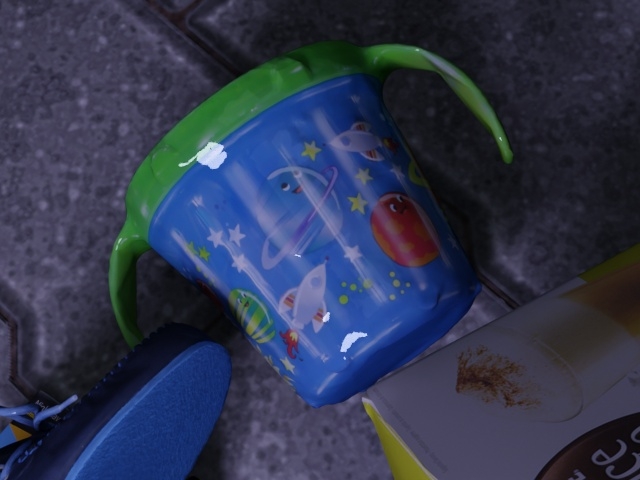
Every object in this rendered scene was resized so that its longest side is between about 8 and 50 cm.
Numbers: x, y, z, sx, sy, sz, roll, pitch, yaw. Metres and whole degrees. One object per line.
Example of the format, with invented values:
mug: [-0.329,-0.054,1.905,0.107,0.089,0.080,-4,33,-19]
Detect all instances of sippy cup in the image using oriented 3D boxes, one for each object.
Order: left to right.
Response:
sippy cup: [0.000,0.000,1.314,0.240,0.305,0.224,-17,67,-50]

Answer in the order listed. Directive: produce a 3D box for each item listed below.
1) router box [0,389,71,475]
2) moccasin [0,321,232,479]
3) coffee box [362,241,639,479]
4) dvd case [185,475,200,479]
router box: [-0.196,0.215,1.295,0.179,0.046,0.133,29,69,30]
moccasin: [-0.208,0.185,1.205,0.117,0.137,0.342,31,72,35]
coffee box: [0.274,0.214,1.032,0.334,0.338,0.337,-27,23,-8]
dvd case: [-0.127,0.324,1.264,0.253,0.022,0.180,-43,66,-15]
